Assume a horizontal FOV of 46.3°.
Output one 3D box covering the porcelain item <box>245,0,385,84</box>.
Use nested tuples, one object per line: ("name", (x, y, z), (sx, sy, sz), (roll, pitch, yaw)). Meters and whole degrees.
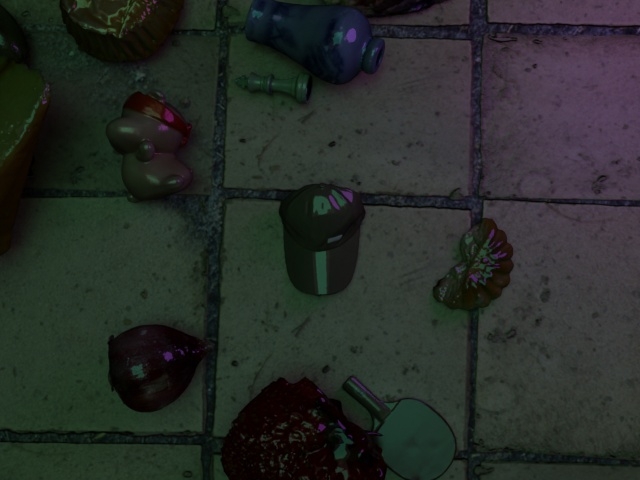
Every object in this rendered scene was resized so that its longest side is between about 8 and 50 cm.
("porcelain item", (-0.009, -0.379, 1.395), (0.259, 0.141, 0.141), (22, 87, 13))

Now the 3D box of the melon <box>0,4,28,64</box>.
("melon", (-0.631, -0.399, 1.445), (0.099, 0.099, 0.162), (-41, 86, 0))

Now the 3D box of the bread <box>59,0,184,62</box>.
("bread", (-0.380, -0.459, 1.414), (0.240, 0.139, 0.240), (0, 84, 0))

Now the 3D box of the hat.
("hat", (0.000, 0.000, 1.373), (0.166, 0.144, 0.173), (-2, 63, 5))

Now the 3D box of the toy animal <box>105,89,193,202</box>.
("toy animal", (-0.313, -0.176, 1.383), (0.171, 0.171, 0.198), (-10, 88, 2))

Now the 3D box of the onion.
("onion", (-0.286, 0.222, 1.356), (0.194, 0.159, 0.159), (-18, 85, -10))

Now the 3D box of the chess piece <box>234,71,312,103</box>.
("chess piece", (-0.092, -0.297, 1.433), (0.149, 0.059, 0.059), (8, 86, 11))

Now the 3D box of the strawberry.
("strawberry", (-0.037, 0.374, 1.293), (0.257, 0.261, 0.261), (-44, 85, -7))

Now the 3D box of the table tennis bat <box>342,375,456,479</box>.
("table tennis bat", (0.141, 0.342, 1.390), (0.246, 0.022, 0.138), (42, 88, 3))

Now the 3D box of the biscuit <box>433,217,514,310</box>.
("biscuit", (0.297, 0.053, 1.380), (0.118, 0.061, 0.183), (29, 87, 3))

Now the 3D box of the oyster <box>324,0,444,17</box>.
("oyster", (0.155, -0.522, 1.407), (0.275, 0.100, 0.271), (24, 91, 3))

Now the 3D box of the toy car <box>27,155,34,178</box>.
("toy car", (-0.640, -0.196, 1.436), (0.108, 0.089, 0.210), (-25, 88, 11))

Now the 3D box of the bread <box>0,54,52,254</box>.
("bread", (-0.639, -0.156, 1.276), (0.233, 0.245, 0.362), (29, 106, 10))
